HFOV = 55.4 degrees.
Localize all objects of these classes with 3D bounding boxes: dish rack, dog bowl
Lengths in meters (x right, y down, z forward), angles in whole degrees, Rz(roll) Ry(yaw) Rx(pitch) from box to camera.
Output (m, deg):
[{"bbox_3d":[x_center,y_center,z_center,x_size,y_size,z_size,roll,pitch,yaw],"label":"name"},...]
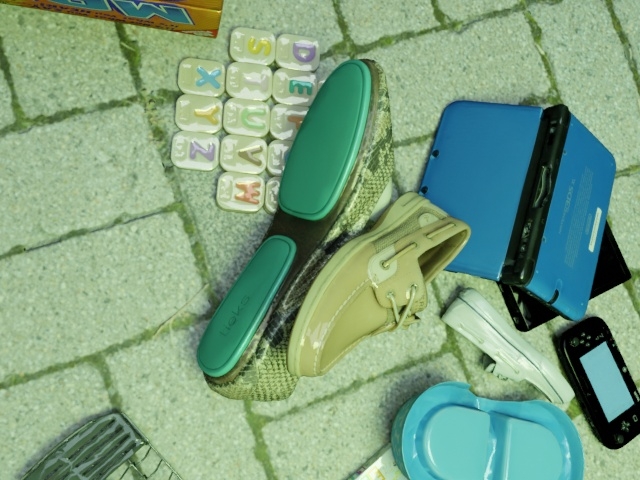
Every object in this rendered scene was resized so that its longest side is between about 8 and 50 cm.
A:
[{"bbox_3d":[-0.253,0.368,0.775,0.208,0.074,0.271,-41,92,-15],"label":"dish rack"},{"bbox_3d":[0.236,0.301,0.880,0.297,0.074,0.166,16,73,-16],"label":"dog bowl"}]

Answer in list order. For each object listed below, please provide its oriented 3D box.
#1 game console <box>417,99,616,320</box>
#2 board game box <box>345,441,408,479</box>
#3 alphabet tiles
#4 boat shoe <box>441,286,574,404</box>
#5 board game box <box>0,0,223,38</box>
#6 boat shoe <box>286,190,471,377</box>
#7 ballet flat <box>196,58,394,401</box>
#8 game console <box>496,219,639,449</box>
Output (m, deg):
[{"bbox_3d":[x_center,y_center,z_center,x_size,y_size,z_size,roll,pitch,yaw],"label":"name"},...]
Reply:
[{"bbox_3d":[0.301,-0.052,0.949,0.250,0.173,0.293,30,71,-31],"label":"game console"},{"bbox_3d":[0.075,0.382,0.871,0.154,0.026,0.103,-37,91,-15],"label":"board game box"},{"bbox_3d":[-0.077,-0.179,0.915,0.278,0.021,0.284,5,81,-12],"label":"alphabet tiles"},{"bbox_3d":[0.278,0.175,0.927,0.076,0.083,0.226,-44,82,-3],"label":"boat shoe"},{"bbox_3d":[-0.273,-0.472,0.698,0.357,0.356,0.356,6,96,-12],"label":"board game box"},{"bbox_3d":[0.084,0.053,0.769,0.110,0.121,0.341,26,49,23],"label":"boat shoe"},{"bbox_3d":[0.000,0.000,0.845,0.182,0.164,0.482,26,87,-39],"label":"ballet flat"},{"bbox_3d":[0.431,0.145,0.975,0.213,0.044,0.361,-23,89,-14],"label":"game console"}]
